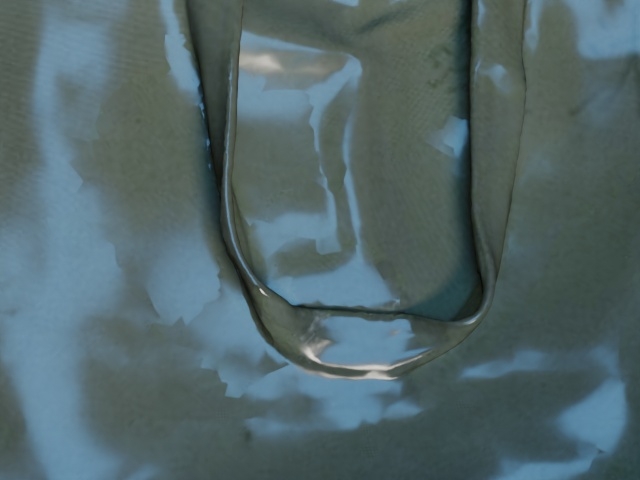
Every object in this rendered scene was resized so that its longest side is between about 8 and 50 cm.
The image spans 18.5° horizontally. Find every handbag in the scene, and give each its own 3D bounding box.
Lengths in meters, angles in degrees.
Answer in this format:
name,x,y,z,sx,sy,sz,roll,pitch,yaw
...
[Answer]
name,x,y,z,sx,sy,sz,roll,pitch,yaw
handbag,0.004,-0.004,0.636,0.316,0.109,0.253,1,83,-10
